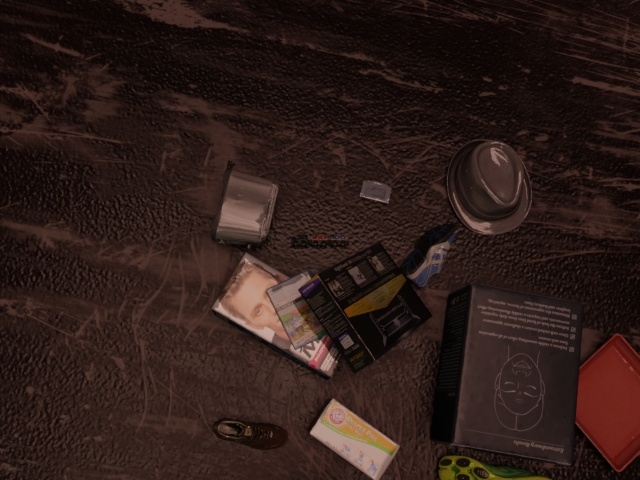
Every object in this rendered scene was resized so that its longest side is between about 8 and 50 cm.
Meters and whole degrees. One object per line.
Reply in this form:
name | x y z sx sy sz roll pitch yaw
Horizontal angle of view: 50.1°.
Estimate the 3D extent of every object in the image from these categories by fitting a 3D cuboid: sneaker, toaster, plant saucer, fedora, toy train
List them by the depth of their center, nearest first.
sneaker | -0.174 0.483 1.697 0.189 0.071 0.066 8 76 -3
sneaker | 0.439 0.611 1.707 0.296 0.123 0.109 10 77 16
toaster | -0.197 -0.088 1.800 0.147 0.129 0.226 13 74 -6
plant saucer | 0.777 0.425 1.809 0.258 0.048 0.259 -38 82 -12
toy train | 0.000 0.000 1.848 0.158 0.027 0.036 0 66 -5
sneaker | 0.302 0.037 1.850 0.211 0.080 0.081 -46 119 -19
fedora | 0.477 -0.162 1.876 0.244 0.124 0.275 -6 78 -6

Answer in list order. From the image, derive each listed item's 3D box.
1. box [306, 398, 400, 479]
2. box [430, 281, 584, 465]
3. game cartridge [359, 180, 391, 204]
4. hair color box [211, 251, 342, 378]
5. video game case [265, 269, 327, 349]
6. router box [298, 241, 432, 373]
box | 0.078 0.491 1.697 0.203 0.114 0.103 35 76 5
box | 0.464 0.333 1.718 0.294 0.212 0.395 11 76 -3
game cartridge | 0.153 -0.136 1.897 0.083 0.017 0.056 15 80 -2
hair color box | -0.086 0.196 1.754 0.347 0.105 0.173 29 76 3
video game case | -0.047 0.171 1.701 0.119 0.015 0.166 -25 79 -13
router box | 0.119 0.156 1.703 0.309 0.081 0.243 -23 77 -52
